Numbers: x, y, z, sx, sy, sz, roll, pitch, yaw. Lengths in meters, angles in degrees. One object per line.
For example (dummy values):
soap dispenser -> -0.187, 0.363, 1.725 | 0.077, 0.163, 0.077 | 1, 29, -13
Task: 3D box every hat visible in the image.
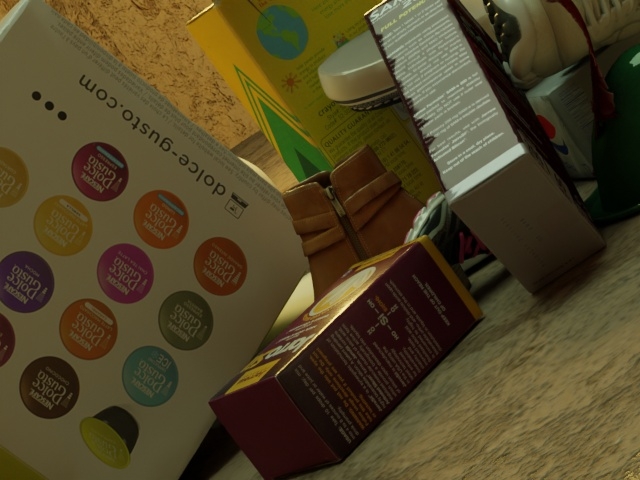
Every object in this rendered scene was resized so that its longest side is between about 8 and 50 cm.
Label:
hat -> 0.230, -0.135, 1.454 | 0.173, 0.183, 0.208 | -41, 10, -23

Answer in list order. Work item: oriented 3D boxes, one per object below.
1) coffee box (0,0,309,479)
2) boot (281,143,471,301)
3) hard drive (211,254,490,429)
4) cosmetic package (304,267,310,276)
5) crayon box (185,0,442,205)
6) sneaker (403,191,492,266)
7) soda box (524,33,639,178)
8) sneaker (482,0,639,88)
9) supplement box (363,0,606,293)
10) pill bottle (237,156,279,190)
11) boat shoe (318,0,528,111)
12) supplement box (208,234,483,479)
coffee box -> -0.266, 0.050, 1.684 | 0.334, 0.338, 0.338 | -58, 17, -23
boot -> 0.009, 0.024, 1.584 | 0.197, 0.152, 0.073 | -35, 8, 10
hard drive -> 0.055, 0.030, 1.744 | 0.353, 0.047, 0.233 | -34, 8, 19
cosmetic package -> 0.000, 0.000, 1.957 | 0.238, 0.107, 0.127 | -32, 11, 3
crayon box -> 0.021, -0.175, 1.758 | 0.202, 0.318, 0.081 | -39, 8, -25
sneaker -> 0.136, -0.012, 1.516 | 0.170, 0.075, 0.063 | -36, -35, -30
soda box -> 0.315, -0.172, 1.647 | 0.286, 0.091, 0.098 | -37, 7, -8
sneaker -> 0.201, -0.189, 1.488 | 0.118, 0.110, 0.292 | -16, 6, 20
supplement box -> 0.122, -0.087, 1.447 | 0.073, 0.130, 0.239 | -35, 43, 13
pill bottle -> -0.166, 0.037, 2.138 | 0.188, 0.188, 0.334 | -32, 9, 27
boat shoe -> 0.171, -0.150, 1.713 | 0.340, 0.158, 0.127 | -24, 21, -15
supplement box -> 0.020, 0.088, 1.426 | 0.188, 0.081, 0.104 | -42, 10, -35
